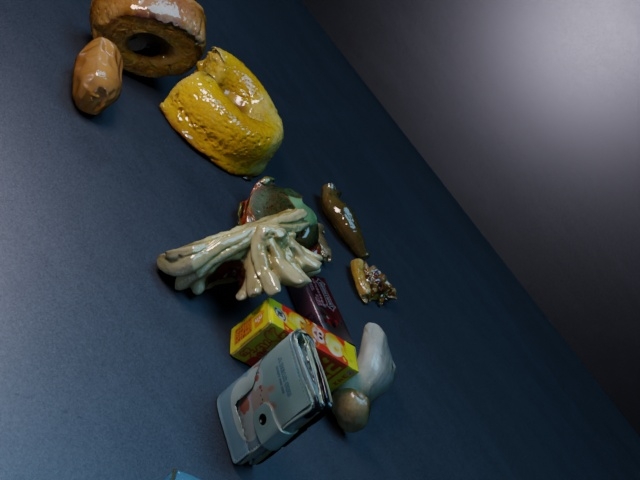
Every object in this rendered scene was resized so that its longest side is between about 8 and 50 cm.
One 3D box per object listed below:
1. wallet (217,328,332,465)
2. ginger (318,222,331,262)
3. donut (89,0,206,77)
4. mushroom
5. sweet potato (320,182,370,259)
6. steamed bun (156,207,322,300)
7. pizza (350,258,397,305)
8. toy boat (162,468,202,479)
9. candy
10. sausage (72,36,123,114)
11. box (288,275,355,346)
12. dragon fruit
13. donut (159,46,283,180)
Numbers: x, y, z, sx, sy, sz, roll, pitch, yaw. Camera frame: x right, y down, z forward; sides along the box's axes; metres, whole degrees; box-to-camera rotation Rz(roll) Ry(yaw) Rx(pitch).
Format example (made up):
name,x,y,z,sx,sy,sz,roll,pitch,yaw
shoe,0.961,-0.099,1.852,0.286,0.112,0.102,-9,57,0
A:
name,x,y,z,sx,sy,sz,roll,pitch,yaw
wallet,-0.092,0.307,1.408,0.075,0.250,0.176,18,40,-42
ginger,-0.002,-0.003,2.228,0.069,0.051,0.174,37,29,-31
donut,-0.472,-0.580,2.018,0.299,0.317,0.150,90,-8,-62
mushroom,0.104,0.343,1.827,0.159,0.122,0.328,55,27,-5
sweet potato,0.083,-0.066,2.413,0.286,0.085,0.112,56,22,14
steamed bun,-0.137,0.042,1.708,0.428,0.247,0.189,-23,93,-52
pizza,0.179,0.140,2.292,0.193,0.069,0.154,25,33,-38
toy boat,-0.199,0.459,1.229,0.185,0.075,0.077,40,23,-27
candy,-0.057,0.252,1.673,0.276,0.146,0.088,32,29,-28
sausage,-0.556,-0.415,1.833,0.120,0.136,0.241,24,30,-30
box,0.000,0.194,1.934,0.120,0.069,0.224,20,36,-46
dragon fruit,-0.108,-0.046,2.041,0.268,0.130,0.295,48,25,10
donut,-0.263,-0.392,2.226,0.377,0.163,0.435,39,27,-20
